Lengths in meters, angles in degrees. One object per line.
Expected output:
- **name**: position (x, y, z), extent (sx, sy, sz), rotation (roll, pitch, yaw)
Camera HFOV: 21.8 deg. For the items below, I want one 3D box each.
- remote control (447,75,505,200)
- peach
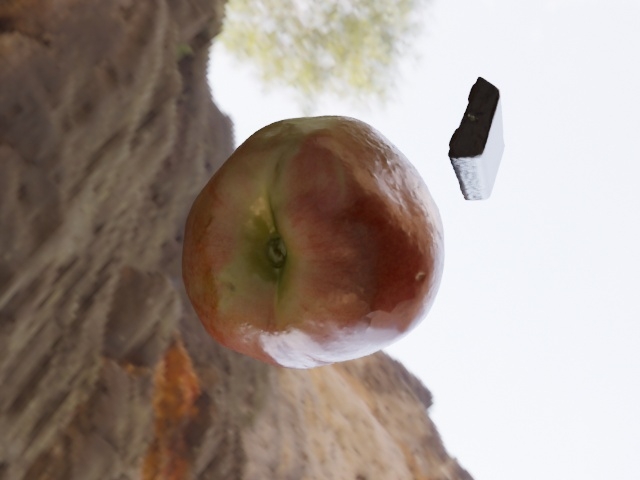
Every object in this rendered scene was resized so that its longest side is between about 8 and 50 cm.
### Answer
- **remote control**: position (0.116, -0.069, 1.201), extent (0.025, 0.245, 0.063), rotation (17, -92, 9)
- **peach**: position (0.000, 0.000, 1.480), extent (0.232, 0.256, 0.232), rotation (1, -86, 22)
